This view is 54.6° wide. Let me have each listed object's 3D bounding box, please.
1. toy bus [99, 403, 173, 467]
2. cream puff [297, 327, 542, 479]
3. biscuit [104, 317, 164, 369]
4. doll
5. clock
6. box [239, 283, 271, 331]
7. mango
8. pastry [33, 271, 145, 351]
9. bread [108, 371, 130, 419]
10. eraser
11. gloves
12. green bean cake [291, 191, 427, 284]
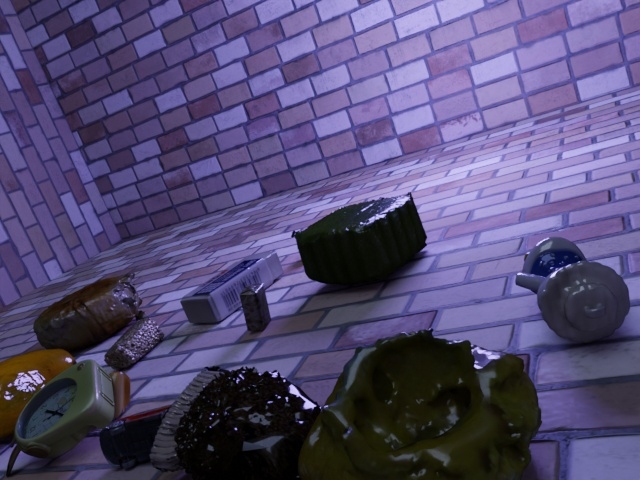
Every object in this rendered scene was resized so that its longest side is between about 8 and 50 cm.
[{"bbox_3d":[-0.270,0.313,1.015,0.174,0.079,0.077,-18,5,17],"label":"toy bus"},{"bbox_3d":[0.102,0.196,0.680,0.281,0.185,0.282,-20,11,4],"label":"cream puff"},{"bbox_3d":[-0.460,0.255,1.533,0.082,0.070,0.168,-24,13,26],"label":"biscuit"},{"bbox_3d":[0.375,0.067,0.941,0.138,0.119,0.293,-3,11,6],"label":"doll"},{"bbox_3d":[-0.506,0.341,1.181,0.232,0.069,0.170,-34,33,-3],"label":"clock"},{"bbox_3d":[-0.146,0.150,1.399,0.045,0.098,0.062,-6,16,17],"label":"box"},{"bbox_3d":[-0.689,0.340,1.399,0.186,0.144,0.359,-8,9,4],"label":"mango"},{"bbox_3d":[-0.697,0.220,1.871,0.329,0.136,0.330,-21,15,6],"label":"pastry"},{"bbox_3d":[-0.416,0.322,1.263,0.049,0.103,0.062,-10,-29,2],"label":"bread"},{"bbox_3d":[-0.232,0.124,1.670,0.124,0.081,0.279,-10,18,41],"label":"eraser"},{"bbox_3d":[-0.112,0.261,0.846,0.312,0.135,0.210,-5,14,40],"label":"gloves"},{"bbox_3d":[0.098,0.003,1.486,0.246,0.156,0.250,-8,19,40],"label":"green bean cake"}]
